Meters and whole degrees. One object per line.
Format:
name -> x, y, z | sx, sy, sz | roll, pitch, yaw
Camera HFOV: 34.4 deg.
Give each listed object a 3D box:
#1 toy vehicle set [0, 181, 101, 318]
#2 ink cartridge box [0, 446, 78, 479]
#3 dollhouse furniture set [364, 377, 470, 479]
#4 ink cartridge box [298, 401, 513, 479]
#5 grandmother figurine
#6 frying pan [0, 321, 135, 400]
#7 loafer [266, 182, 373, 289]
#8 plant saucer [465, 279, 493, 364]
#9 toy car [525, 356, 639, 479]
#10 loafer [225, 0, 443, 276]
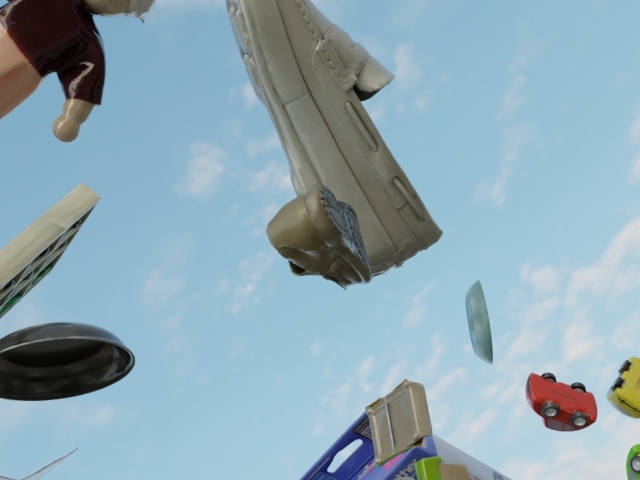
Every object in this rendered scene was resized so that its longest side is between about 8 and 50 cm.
toy vehicle set -> -0.399, 0.042, 1.352 | 0.166, 0.035, 0.267 | -49, 5, 33
ink cartridge box -> -0.323, 0.227, 0.815 | 0.181, 0.056, 0.225 | -39, -5, 25
dollhouse furniture set -> 0.093, 0.204, 0.926 | 0.059, 0.151, 0.076 | 11, -36, -29
ink cartridge box -> 0.132, 0.345, 1.311 | 0.311, 0.065, 0.186 | 34, -68, -21
grandmother figurine -> -0.297, -0.191, 1.026 | 0.342, 0.207, 0.104 | -38, 10, -9
frying pan -> -0.393, 0.166, 1.282 | 0.326, 0.053, 0.197 | -13, -27, 1
loafer -> 0.000, 0.000, 0.718 | 0.050, 0.056, 0.148 | -18, -22, 9
plant saucer -> 0.219, 0.115, 1.439 | 0.021, 0.119, 0.119 | -9, -38, 3
toy car -> 0.388, 0.256, 1.316 | 0.239, 0.225, 0.053 | -4, -42, -33
loafer -> 0.005, -0.125, 0.853 | 0.112, 0.112, 0.319 | -22, -81, -2
